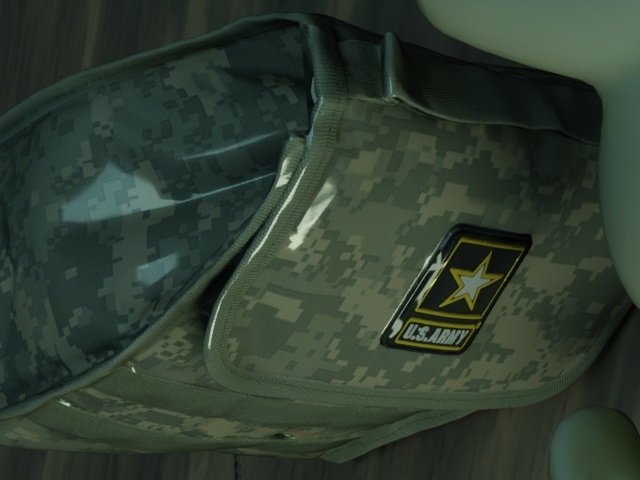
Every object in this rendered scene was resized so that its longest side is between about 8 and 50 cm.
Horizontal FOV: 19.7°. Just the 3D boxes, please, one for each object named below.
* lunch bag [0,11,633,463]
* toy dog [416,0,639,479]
[{"bbox_3d":[0.000,0.000,0.834,0.287,0.235,0.169,-26,65,44],"label":"lunch bag"},{"bbox_3d":[0.242,0.098,0.558,0.395,0.284,0.408,16,117,55],"label":"toy dog"}]
